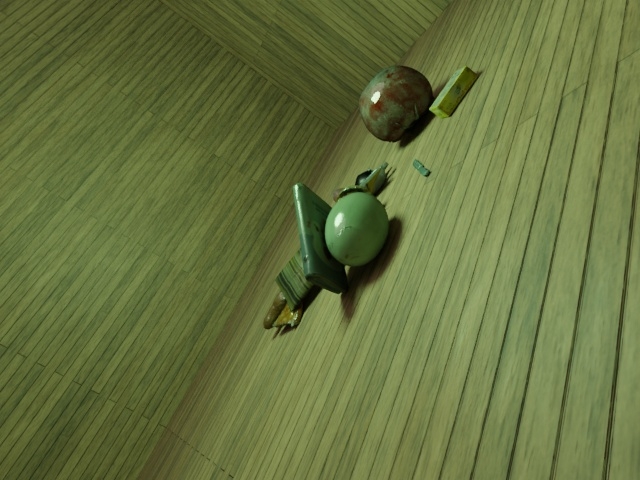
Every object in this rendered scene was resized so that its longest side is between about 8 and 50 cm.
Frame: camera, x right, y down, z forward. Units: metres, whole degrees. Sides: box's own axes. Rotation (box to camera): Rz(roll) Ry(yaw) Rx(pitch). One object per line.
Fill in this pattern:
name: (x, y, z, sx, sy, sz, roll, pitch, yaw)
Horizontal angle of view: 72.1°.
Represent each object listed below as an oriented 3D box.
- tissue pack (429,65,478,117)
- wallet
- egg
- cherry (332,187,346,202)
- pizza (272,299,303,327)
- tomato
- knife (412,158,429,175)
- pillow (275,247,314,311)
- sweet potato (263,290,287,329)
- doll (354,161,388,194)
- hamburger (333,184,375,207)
tissue pack: (0.485, -0.539, 1.608, 0.176, 0.062, 0.095, -56, 10, 6)
wallet: (0.000, 0.000, 1.487, 0.083, 0.252, 0.360, -22, 58, 23)
egg: (0.118, -0.039, 1.418, 0.203, 0.203, 0.283, -45, 14, 42)
cherry: (0.122, -0.203, 2.066, 0.106, 0.087, 0.126, -39, 36, -13)
pizza: (-0.131, 0.315, 1.829, 0.195, 0.052, 0.185, -43, 25, 32)
tomato: (0.318, -0.573, 1.856, 0.316, 0.282, 0.317, -43, -5, -5)
knife: (0.346, -0.253, 1.526, 0.028, 0.015, 0.210, -60, 10, 18)
pillow: (-0.093, 0.150, 1.804, 0.212, 0.052, 0.208, -50, 40, 13)
sweet potato: (-0.135, 0.241, 1.925, 0.095, 0.106, 0.354, 35, 99, 51)
doll: (0.171, -0.212, 1.852, 0.316, 0.103, 0.145, -42, -25, 27)
hamburger: (0.129, -0.112, 1.669, 0.177, 0.185, 0.113, -11, 35, 16)
